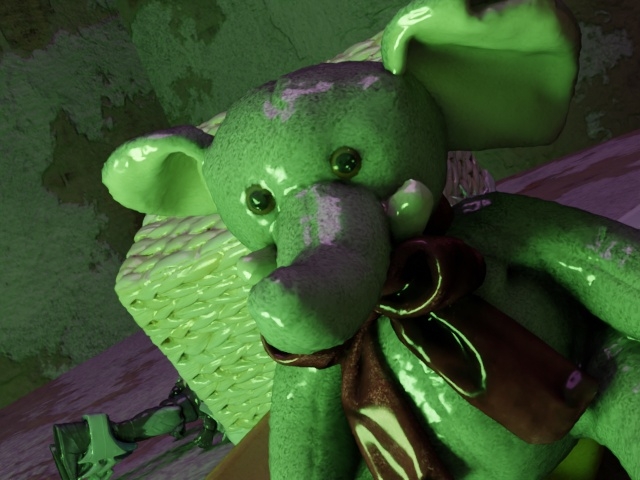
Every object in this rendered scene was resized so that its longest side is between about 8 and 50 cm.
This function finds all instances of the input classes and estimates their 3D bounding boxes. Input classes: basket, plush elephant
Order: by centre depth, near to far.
[{"bbox_3d":[0.039,0.020,0.510,0.272,0.255,0.330,-32,35,25],"label":"plush elephant"},{"bbox_3d":[0.000,0.000,1.099,0.331,0.266,0.328,-23,32,23],"label":"basket"}]

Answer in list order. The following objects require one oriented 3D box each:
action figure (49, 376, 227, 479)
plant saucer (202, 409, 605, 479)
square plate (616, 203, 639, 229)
[{"bbox_3d":[-0.189,0.220,1.257,0.285,0.099,0.185,-22,-3,-23],"label":"action figure"},{"bbox_3d":[0.084,0.150,0.779,0.333,0.081,0.333,-22,5,23],"label":"plant saucer"},{"bbox_3d":[0.474,-0.041,1.162,0.344,0.049,0.347,-27,6,-40],"label":"square plate"}]
